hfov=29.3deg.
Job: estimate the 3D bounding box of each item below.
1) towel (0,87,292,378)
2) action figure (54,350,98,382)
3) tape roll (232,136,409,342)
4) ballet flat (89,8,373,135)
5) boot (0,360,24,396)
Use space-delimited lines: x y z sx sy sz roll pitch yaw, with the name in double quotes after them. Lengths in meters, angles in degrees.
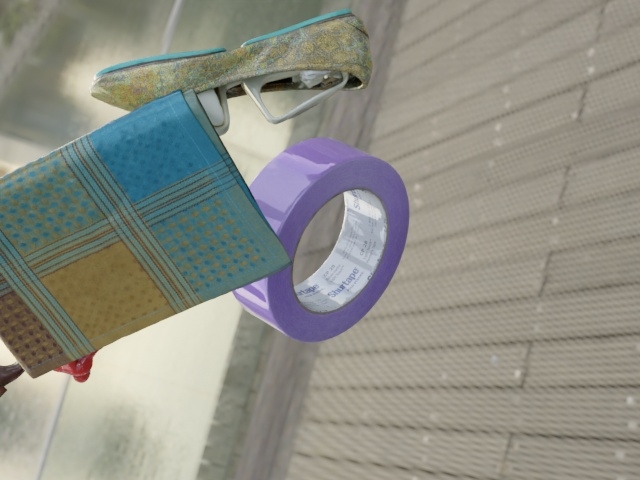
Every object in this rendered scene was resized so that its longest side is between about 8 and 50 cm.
-0.255 -0.001 1.472 0.370 0.271 0.040 -24 31 7 "towel"
-0.380 0.099 1.819 0.280 0.091 0.139 77 -148 -45 "action figure"
0.000 0.000 1.699 0.090 0.274 0.275 29 101 39 "tape roll"
-0.098 -0.188 1.478 0.123 0.348 0.123 164 90 -78 "ballet flat"
-0.503 0.174 1.840 0.037 0.114 0.106 -35 13 37 "boot"
